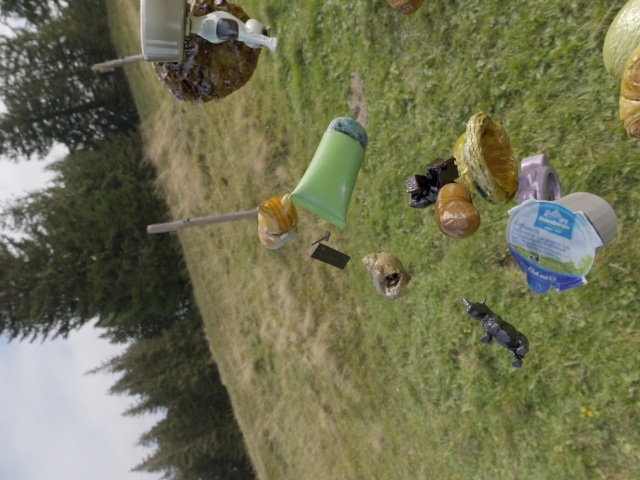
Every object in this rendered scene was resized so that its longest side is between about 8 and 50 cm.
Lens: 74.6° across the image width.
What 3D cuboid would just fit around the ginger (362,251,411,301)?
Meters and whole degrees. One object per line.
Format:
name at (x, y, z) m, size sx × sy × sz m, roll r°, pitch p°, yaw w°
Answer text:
ginger at (0.258, 0.131, 1.673) m, size 0.221 × 0.130 × 0.276 m, roll 43°, pitch -165°, yaw 16°

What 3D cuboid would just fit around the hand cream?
hand cream at (0.022, -0.111, 0.641) m, size 0.046 × 0.095 × 0.175 m, roll -27°, pitch 38°, yaw 62°

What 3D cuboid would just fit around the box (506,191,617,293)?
box at (0.706, -0.003, 1.200) m, size 0.262 × 0.206 × 0.291 m, roll 31°, pitch 137°, yaw 51°

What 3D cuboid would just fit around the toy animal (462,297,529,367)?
toy animal at (0.290, 0.144, 0.704) m, size 0.136 × 0.065 × 0.047 m, roll 39°, pitch 122°, yaw 11°

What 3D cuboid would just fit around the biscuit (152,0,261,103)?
biscuit at (-0.332, -0.560, 1.254) m, size 0.081 × 0.334 × 0.289 m, roll 46°, pitch 164°, yaw 42°

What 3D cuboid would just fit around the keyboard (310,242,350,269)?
keyboard at (0.032, 0.050, 1.292) m, size 0.053 × 0.155 × 0.010 m, roll -57°, pitch 44°, yaw 8°

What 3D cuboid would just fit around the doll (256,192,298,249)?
doll at (-0.165, -0.069, 1.625) m, size 0.162 × 0.167 × 0.269 m, roll 52°, pitch 161°, yaw 3°

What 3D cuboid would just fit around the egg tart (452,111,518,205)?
egg tart at (0.655, -0.319, 1.692) m, size 0.169 × 0.388 × 0.388 m, roll -13°, pitch 95°, yaw 48°

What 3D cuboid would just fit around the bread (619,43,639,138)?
bread at (0.755, -0.330, 0.890) m, size 0.198 × 0.120 × 0.236 m, roll 0°, pitch 130°, yaw 29°

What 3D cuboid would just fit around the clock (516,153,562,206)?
clock at (0.942, -0.181, 1.808) m, size 0.113 × 0.322 × 0.295 m, roll -8°, pitch 125°, yaw 45°

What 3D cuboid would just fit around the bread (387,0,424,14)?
bread at (0.135, -0.365, 0.567) m, size 0.052 × 0.157 × 0.044 m, roll 35°, pitch 156°, yaw -14°

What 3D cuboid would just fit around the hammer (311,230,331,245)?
hammer at (0.000, 0.000, 1.500) m, size 0.019 × 0.110 × 0.035 m, roll 31°, pitch 124°, yaw 21°

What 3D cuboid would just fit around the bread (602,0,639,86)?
bread at (1.018, -0.602, 1.236) m, size 0.320 × 0.320 × 0.237 m, roll 95°, pitch 155°, yaw -47°

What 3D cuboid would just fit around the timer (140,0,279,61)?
timer at (-0.227, -0.449, 0.886) m, size 0.175 × 0.266 × 0.175 m, roll -177°, pitch 90°, yaw -72°

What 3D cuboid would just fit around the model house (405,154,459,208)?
model house at (0.410, -0.207, 1.525) m, size 0.141 × 0.203 × 0.164 m, roll 57°, pitch 177°, yaw 10°

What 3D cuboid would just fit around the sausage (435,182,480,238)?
sausage at (0.337, -0.069, 1.049) m, size 0.270 × 0.109 × 0.109 m, roll -52°, pitch -48°, yaw -68°
